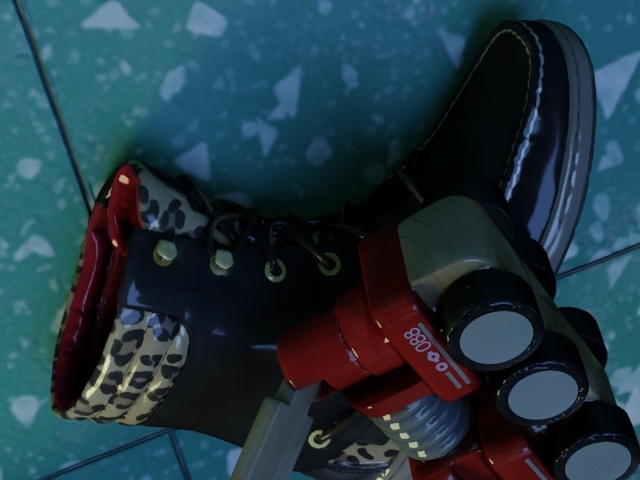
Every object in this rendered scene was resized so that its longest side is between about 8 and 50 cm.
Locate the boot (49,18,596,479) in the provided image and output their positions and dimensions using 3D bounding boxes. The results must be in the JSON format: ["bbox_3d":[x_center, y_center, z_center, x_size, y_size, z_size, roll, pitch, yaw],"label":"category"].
[{"bbox_3d":[0.000,0.000,0.999,0.284,0.138,0.377,14,115,-25],"label":"boot"}]

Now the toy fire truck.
[{"bbox_3d":[0.052,0.116,0.930,0.246,0.158,0.217,-28,129,17],"label":"toy fire truck"}]
